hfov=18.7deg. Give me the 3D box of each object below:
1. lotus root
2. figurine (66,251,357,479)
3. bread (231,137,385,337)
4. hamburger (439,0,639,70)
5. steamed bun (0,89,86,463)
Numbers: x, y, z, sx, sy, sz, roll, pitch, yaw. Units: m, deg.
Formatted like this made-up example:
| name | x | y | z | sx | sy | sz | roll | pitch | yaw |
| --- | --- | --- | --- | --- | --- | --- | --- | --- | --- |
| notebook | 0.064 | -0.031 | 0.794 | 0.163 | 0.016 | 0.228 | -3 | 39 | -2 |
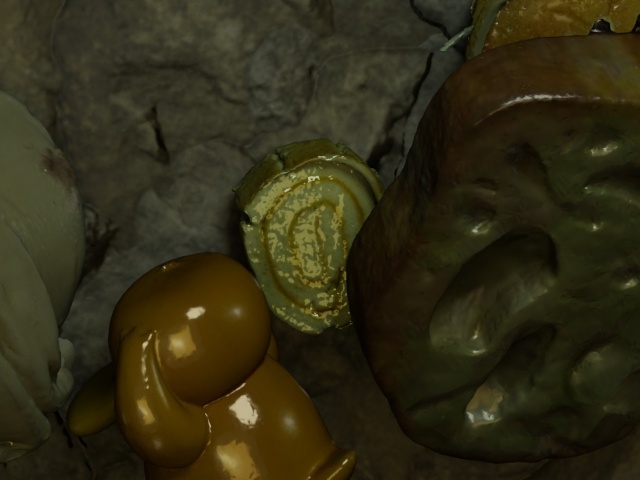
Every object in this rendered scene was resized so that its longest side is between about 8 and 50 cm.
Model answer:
| name | x | y | z | sx | sy | sz | roll | pitch | yaw |
| --- | --- | --- | --- | --- | --- | --- | --- | --- | --- |
| lotus root | 0.197 | 0.000 | 1.403 | 0.390 | 0.111 | 0.375 | -30 | 130 | 14 |
| figurine | -0.078 | 0.130 | 1.449 | 0.215 | 0.215 | 0.228 | -43 | 93 | 6 |
| bread | 0.000 | 0.000 | 1.488 | 0.117 | 0.064 | 0.156 | -13 | 107 | 1 |
| hamburger | 0.181 | -0.142 | 1.454 | 0.185 | 0.113 | 0.177 | 3 | 110 | 1 |
| steamed bun | -0.331 | 0.055 | 1.385 | 0.324 | 0.219 | 0.309 | -1 | 106 | -5 |
